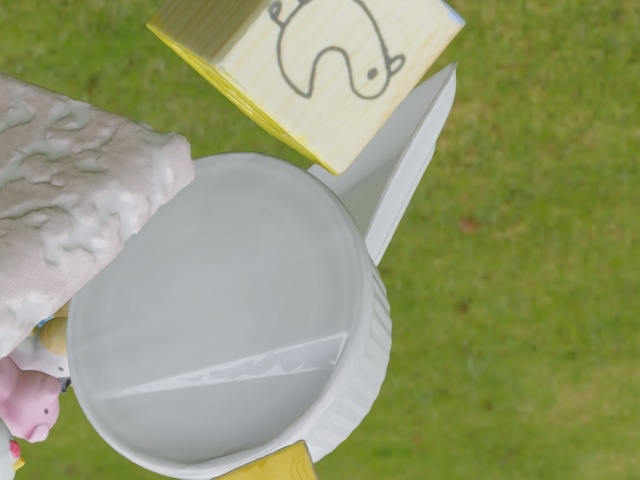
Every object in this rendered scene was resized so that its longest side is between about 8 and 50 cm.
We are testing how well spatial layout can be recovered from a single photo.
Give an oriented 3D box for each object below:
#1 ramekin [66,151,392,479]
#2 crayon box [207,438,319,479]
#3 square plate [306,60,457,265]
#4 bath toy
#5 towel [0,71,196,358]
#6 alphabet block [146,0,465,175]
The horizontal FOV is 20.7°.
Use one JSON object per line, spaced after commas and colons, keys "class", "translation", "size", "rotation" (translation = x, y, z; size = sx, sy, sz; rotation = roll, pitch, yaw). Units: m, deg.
{"class": "ramekin", "translation": [-0.065, 0.075, 1.447], "size": [0.273, 0.273, 0.127], "rotation": [-9, 156, 21]}
{"class": "crayon box", "translation": [-0.049, 0.303, 1.056], "size": [0.203, 0.323, 0.083], "rotation": [-22, -176, -14]}
{"class": "square plate", "translation": [0.000, 0.000, 1.867], "size": [0.049, 0.344, 0.347], "rotation": [41, 139, -13]}
{"class": "bath toy", "translation": [-0.372, 0.189, 2.139], "size": [0.151, 0.348, 0.129], "rotation": [-21, 115, 21]}
{"class": "towel", "translation": [-0.290, 0.000, 1.004], "size": [0.317, 0.332, 0.053], "rotation": [22, 141, 30]}
{"class": "alphabet block", "translation": [-0.017, -0.211, 1.706], "size": [0.192, 0.197, 0.193], "rotation": [39, 178, -30]}
